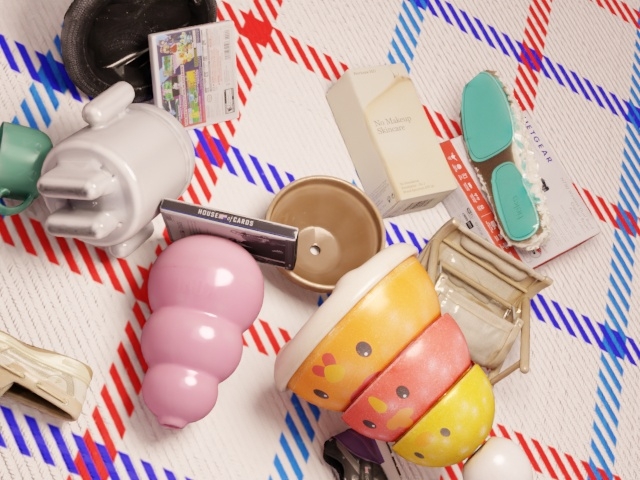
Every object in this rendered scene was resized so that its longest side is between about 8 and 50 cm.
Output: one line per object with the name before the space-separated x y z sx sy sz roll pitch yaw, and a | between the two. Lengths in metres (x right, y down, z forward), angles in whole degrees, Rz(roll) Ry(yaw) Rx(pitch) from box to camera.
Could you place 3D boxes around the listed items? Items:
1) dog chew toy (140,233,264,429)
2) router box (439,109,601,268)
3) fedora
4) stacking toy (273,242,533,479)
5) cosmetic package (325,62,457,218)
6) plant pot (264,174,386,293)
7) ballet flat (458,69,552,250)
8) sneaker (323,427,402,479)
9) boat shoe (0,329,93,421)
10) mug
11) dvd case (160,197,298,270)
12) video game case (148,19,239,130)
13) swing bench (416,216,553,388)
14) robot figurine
dog chew toy | -0.218 0.161 1.769 0.206 0.206 0.332 20 67 -17
router box | 0.424 -0.098 2.281 0.301 0.082 0.335 -24 79 -33
fedora | -0.369 -0.426 1.970 0.334 0.334 0.152 -19 43 -32
stacking toy | 0.189 0.270 1.781 0.480 0.350 0.350 43 54 10
cosmetic package | 0.150 -0.213 2.180 0.160 0.113 0.309 -14 75 -31
plant pot | 0.000 0.000 1.989 0.237 0.110 0.237 5 68 -12
ballet flat | 0.402 -0.162 2.192 0.147 0.147 0.409 -3 71 -28
sneaker | 0.092 0.471 1.827 0.124 0.107 0.283 -15 57 -20
boat shoe | -0.520 0.211 1.642 0.302 0.109 0.098 23 57 -22
mug | -0.524 -0.122 1.790 0.097 0.129 0.158 11 92 -24
dvd case | -0.158 -0.009 1.813 0.238 0.179 0.030 14 72 2
video game case | -0.246 -0.319 2.005 0.183 0.023 0.201 -19 121 -33
swing bench | 0.303 0.135 2.065 0.253 0.165 0.255 32 51 -9
robot figurine | -0.350 -0.122 1.796 0.199 0.300 0.353 8 27 18
